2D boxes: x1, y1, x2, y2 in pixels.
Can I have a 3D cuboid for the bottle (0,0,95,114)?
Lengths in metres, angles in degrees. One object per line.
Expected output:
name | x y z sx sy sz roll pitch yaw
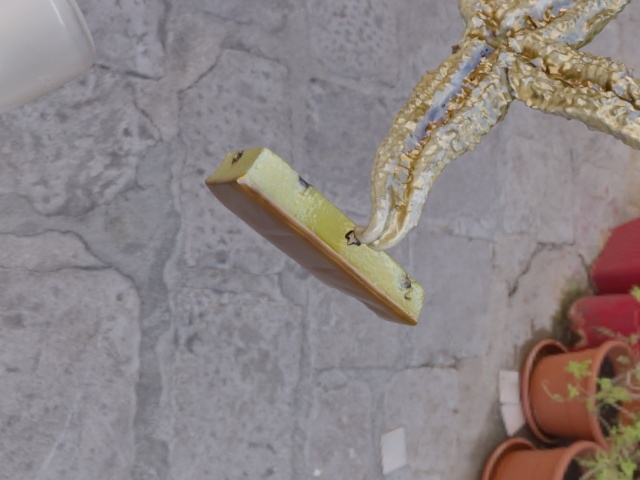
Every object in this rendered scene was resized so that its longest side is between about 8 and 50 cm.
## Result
bottle | -0.285 -0.127 0.523 0.237 0.147 0.147 -33 114 -12

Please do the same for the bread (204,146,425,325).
bread | 0.000 0.000 0.741 0.226 0.088 0.049 41 70 -24

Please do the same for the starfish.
starfish | 0.227 -0.152 0.746 0.082 0.324 0.431 77 27 -51
